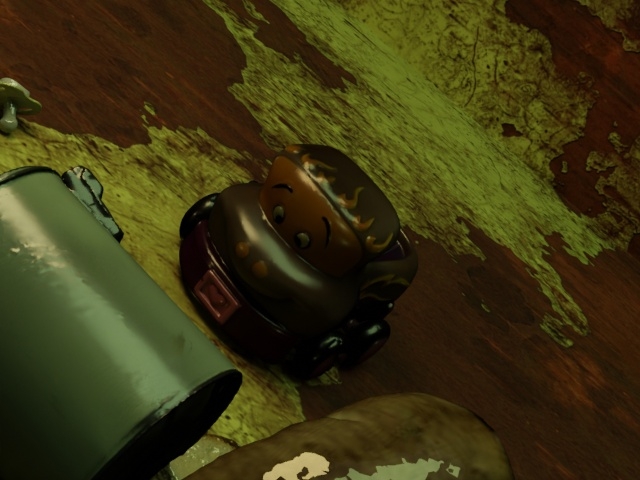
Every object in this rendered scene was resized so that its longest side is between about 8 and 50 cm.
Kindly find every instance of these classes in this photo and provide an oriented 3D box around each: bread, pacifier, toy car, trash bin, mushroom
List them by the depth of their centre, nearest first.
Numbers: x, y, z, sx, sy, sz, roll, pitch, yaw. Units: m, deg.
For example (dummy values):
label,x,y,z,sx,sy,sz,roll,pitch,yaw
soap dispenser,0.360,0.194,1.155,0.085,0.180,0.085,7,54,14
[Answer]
label,x,y,z,sx,sy,sz,roll,pitch,yaw
mushroom,-0.039,0.291,1.144,0.397,0.314,0.224,2,41,-48
trash bin,-0.235,0.099,1.252,0.262,0.217,0.277,45,61,11
bread,-0.114,0.251,1.392,0.129,0.044,0.126,21,37,-44
pacifier,-0.382,-0.160,1.708,0.083,0.068,0.064,42,47,-55
toy car,0.000,0.000,1.752,0.271,0.240,0.340,49,28,15
